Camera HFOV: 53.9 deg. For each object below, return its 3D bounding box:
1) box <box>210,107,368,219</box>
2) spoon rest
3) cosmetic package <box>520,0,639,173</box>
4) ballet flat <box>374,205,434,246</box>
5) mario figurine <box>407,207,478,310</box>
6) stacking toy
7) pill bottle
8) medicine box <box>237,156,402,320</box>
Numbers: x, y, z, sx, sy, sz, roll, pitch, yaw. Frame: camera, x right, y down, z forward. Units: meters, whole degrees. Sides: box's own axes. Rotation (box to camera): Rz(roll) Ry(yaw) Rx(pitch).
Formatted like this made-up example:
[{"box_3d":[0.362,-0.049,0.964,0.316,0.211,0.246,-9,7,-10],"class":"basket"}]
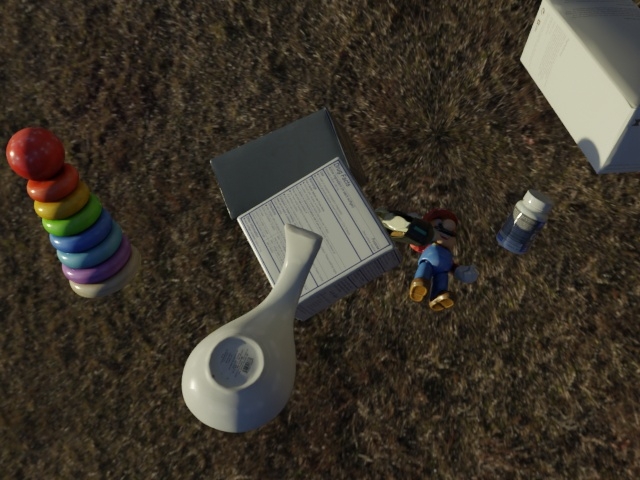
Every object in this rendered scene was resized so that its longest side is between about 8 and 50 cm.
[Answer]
[{"box_3d":[-0.074,-0.189,1.749,0.343,0.312,0.178,-23,84,10],"class":"box"},{"box_3d":[-0.073,0.113,0.811,0.137,0.084,0.276,21,64,12],"class":"spoon rest"},{"box_3d":[0.549,-0.304,1.179,0.197,0.365,0.155,-3,140,-10],"class":"cosmetic package"},{"box_3d":[0.195,-0.048,1.723,0.096,0.280,0.095,28,80,-31],"class":"ballet flat"},{"box_3d":[0.334,0.023,1.763,0.170,0.320,0.198,-13,133,28],"class":"mario figurine"},{"box_3d":[-0.448,-0.051,1.122,0.141,0.141,0.330,-6,132,11],"class":"stacking toy"},{"box_3d":[0.468,-0.043,1.434,0.078,0.078,0.137,28,119,5],"class":"pill bottle"},{"box_3d":[0.000,0.000,1.477,0.289,0.149,0.263,-31,69,4],"class":"medicine box"}]
